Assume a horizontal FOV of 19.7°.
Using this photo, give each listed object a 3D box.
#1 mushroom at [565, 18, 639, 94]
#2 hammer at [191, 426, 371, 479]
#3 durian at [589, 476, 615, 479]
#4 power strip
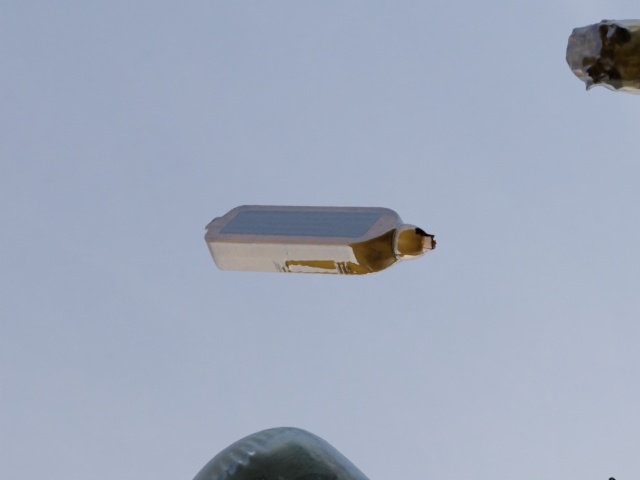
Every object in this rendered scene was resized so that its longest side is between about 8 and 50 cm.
[{"bbox_3d":[0.339,-0.052,1.186,0.233,0.208,0.301,-28,-84,-22],"label":"mushroom"},{"bbox_3d":[0.035,0.210,1.022,0.113,0.202,0.305,-44,-20,-1],"label":"hammer"},{"bbox_3d":[0.258,0.250,1.669,0.052,0.130,0.066,-65,-35,-34],"label":"durian"},{"bbox_3d":[0.000,0.000,1.231,0.049,0.178,0.028,-46,-53,-45],"label":"power strip"}]
